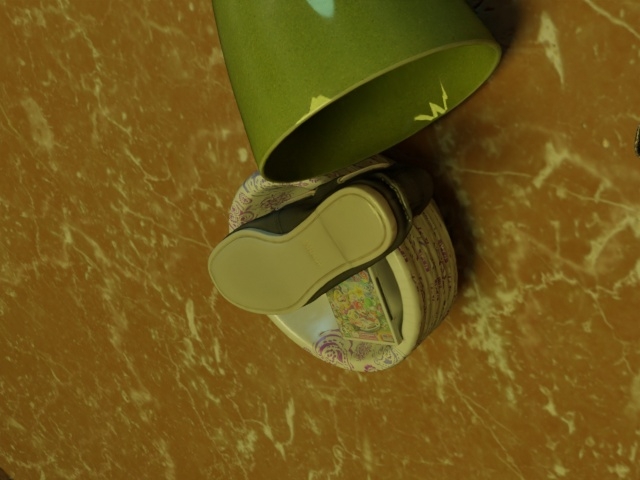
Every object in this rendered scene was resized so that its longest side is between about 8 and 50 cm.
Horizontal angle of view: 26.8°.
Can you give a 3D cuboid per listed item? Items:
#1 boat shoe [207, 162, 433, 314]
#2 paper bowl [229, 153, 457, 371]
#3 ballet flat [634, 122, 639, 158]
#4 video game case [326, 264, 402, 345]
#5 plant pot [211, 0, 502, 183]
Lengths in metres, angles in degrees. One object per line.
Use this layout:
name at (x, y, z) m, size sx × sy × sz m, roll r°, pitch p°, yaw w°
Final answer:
boat shoe at (0.000, 0.000, 1.477) m, size 0.335 × 0.095 × 0.112 m, roll -25°, pitch 96°, yaw 51°
paper bowl at (0.040, 0.006, 1.624) m, size 0.284 × 0.148 × 0.284 m, roll 26°, pitch 135°, yaw 29°
ballet flat at (0.353, -0.147, 1.238) m, size 0.077 × 0.079 × 0.221 m, roll 41°, pitch 141°, yaw 15°
video game case at (0.041, 0.064, 1.543) m, size 0.087 × 0.011 × 0.122 m, roll 4°, pitch 123°, yaw 44°
plant pot at (-0.001, -0.254, 1.395) m, size 0.275 × 0.275 × 0.293 m, roll -42°, pitch 71°, yaw 52°
